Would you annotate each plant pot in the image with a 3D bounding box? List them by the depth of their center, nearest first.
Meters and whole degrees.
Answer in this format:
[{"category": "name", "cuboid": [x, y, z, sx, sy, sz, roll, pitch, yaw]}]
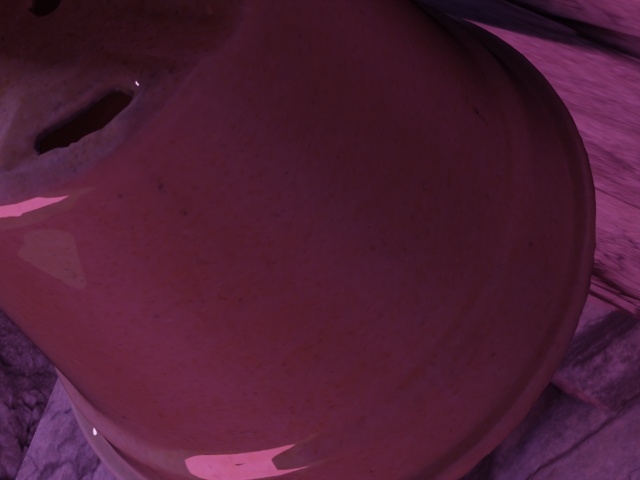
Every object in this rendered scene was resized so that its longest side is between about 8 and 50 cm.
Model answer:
[{"category": "plant pot", "cuboid": [-0.065, -0.052, 0.938, 0.334, 0.333, 0.305, 21, 165, 34]}]
